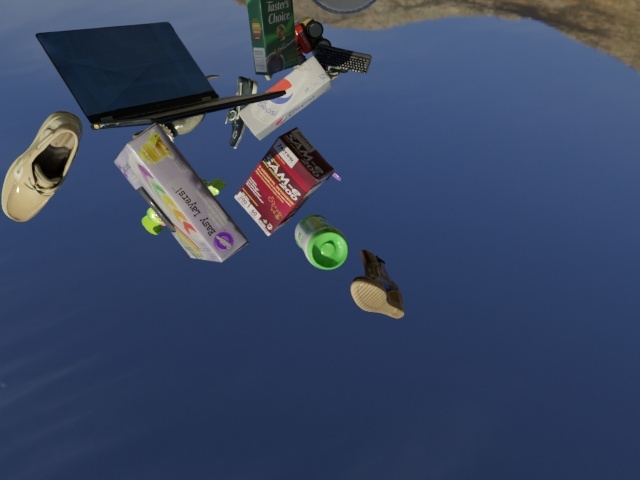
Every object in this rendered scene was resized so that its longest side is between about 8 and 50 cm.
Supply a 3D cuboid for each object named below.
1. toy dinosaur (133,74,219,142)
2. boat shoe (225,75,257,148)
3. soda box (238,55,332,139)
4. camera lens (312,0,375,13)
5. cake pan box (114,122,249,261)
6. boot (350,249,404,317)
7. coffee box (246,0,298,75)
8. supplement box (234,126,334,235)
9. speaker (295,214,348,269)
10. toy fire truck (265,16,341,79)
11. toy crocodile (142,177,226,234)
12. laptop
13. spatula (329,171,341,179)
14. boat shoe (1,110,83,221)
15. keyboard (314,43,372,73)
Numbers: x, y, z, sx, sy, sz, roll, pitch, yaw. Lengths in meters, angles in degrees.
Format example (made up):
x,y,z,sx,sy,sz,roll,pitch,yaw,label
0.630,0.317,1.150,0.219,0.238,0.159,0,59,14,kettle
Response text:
x,y,z,sx,sy,sz,roll,pitch,yaw,label
-0.417,-0.380,1.873,0.313,0.121,0.160,-29,-110,0,toy dinosaur
-0.294,-0.457,2.213,0.079,0.254,0.095,13,-159,-19,boat shoe
-0.105,-0.429,1.880,0.286,0.098,0.091,-36,-93,3,soda box
0.059,-0.668,1.494,0.219,0.219,0.274,0,-155,1,camera lens
-0.257,-0.076,1.105,0.070,0.245,0.267,-39,-164,-18,cake pan box
0.142,0.108,1.788,0.090,0.248,0.207,-37,-133,19,boot
-0.100,-0.450,1.301,0.040,0.184,0.113,14,-149,32,coffee box
-0.087,-0.129,1.408,0.130,0.239,0.073,48,-135,4,supplement box
0.000,0.000,1.841,0.131,0.131,0.296,-8,-168,-8,speaker
-0.076,-0.599,2.084,0.246,0.217,0.158,-30,-152,0,toy fire truck
-0.454,-0.114,2.040,0.340,0.105,0.115,-22,-158,22,toy crocodile
-0.370,-0.412,1.456,0.408,0.236,0.382,6,-157,42,laptop
0.029,-0.231,2.180,0.084,0.030,0.296,40,-167,0,spatula
-0.640,-0.153,1.418,0.109,0.302,0.098,27,-159,-36,boat shoe
0.067,-0.574,2.001,0.180,0.108,0.023,11,-119,-8,keyboard
